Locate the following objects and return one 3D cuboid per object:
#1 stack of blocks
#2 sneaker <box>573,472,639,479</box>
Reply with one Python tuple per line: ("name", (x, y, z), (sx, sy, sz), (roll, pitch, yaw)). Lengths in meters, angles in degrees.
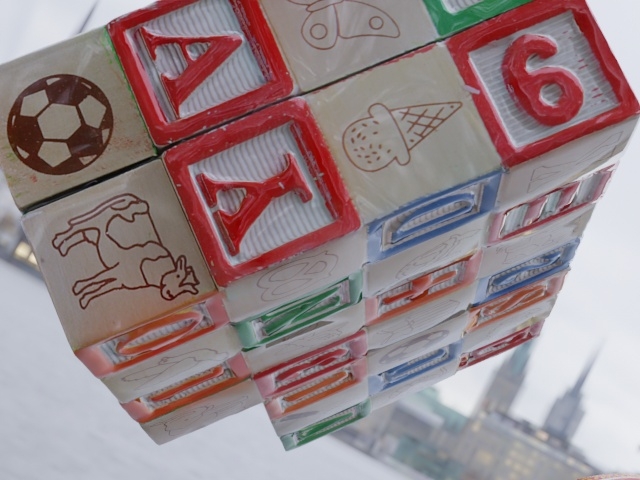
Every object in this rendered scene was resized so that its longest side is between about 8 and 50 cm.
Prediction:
("stack of blocks", (0.000, 0.000, 0.576), (0.297, 0.171, 0.087), (80, -14, -74))
("sneaker", (0.026, 0.117, 0.429), (0.064, 0.175, 0.067), (56, -4, -5))
